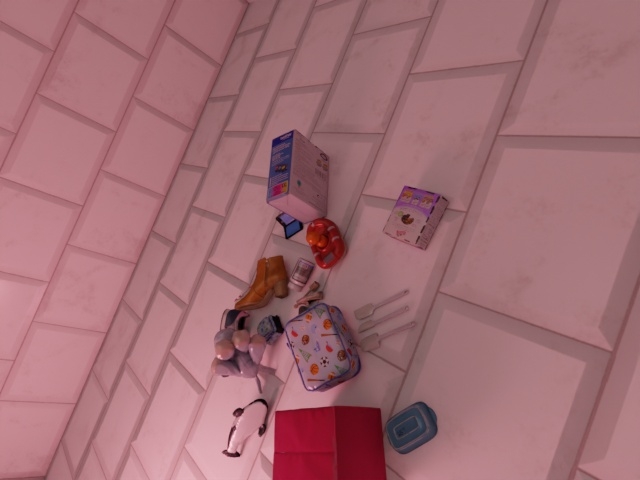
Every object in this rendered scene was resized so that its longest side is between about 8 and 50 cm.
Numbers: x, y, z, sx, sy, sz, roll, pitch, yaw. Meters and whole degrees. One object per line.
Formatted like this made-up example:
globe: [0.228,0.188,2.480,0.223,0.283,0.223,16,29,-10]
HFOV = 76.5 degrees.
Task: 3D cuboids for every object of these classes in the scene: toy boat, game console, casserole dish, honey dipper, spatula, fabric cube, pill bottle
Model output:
toy boat: [0.000,0.000,1.705,0.151,0.151,0.231,-42,47,22]
game console: [-0.152,-0.084,1.959,0.122,0.107,0.071,-31,24,31]
casserole dish: [0.272,0.576,1.249,0.188,0.037,0.114,-44,46,23]
honey dipper: [-0.064,0.239,1.748,0.160,0.030,0.030,-49,44,20]
spatula: [0.226,0.285,1.449,0.242,0.019,0.168,-31,46,30]
fabric cube: [0.029,0.671,1.288,0.258,0.254,0.259,-21,57,35]
pill bottle: [-0.087,0.151,1.775,0.078,0.078,0.137,26,91,48]

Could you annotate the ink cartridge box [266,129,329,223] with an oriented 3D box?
ink cartridge box: [-0.094,-0.313,1.858,0.151,0.270,0.395,-12,63,35]

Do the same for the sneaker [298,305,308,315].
sneaker: [-0.077,0.345,1.676,0.065,0.076,0.166,-28,53,32]

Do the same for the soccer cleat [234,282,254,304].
soccer cleat: [-0.335,0.266,1.989,0.196,0.076,0.068,-42,5,4]

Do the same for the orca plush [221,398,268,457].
orca plush: [-0.302,0.779,1.717,0.151,0.102,0.287,18,97,3]

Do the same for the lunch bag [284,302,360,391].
lunch bag: [-0.003,0.395,1.516,0.243,0.115,0.303,-35,58,20]

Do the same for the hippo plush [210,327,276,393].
hippo plush: [-0.339,0.463,1.770,0.234,0.294,0.236,-56,27,6]

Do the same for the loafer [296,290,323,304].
loafer: [-0.045,0.251,1.707,0.125,0.045,0.039,-27,66,20]

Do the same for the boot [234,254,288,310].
boot: [-0.285,0.198,1.912,0.295,0.104,0.211,-21,63,17]

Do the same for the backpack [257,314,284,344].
backpack: [-0.231,0.399,1.798,0.114,0.084,0.105,-51,42,18]

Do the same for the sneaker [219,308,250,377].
sneaker: [-0.407,0.487,1.925,0.131,0.112,0.319,-1,80,14]

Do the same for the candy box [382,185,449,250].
candy box: [0.340,-0.084,1.466,0.165,0.070,0.196,27,91,48]
